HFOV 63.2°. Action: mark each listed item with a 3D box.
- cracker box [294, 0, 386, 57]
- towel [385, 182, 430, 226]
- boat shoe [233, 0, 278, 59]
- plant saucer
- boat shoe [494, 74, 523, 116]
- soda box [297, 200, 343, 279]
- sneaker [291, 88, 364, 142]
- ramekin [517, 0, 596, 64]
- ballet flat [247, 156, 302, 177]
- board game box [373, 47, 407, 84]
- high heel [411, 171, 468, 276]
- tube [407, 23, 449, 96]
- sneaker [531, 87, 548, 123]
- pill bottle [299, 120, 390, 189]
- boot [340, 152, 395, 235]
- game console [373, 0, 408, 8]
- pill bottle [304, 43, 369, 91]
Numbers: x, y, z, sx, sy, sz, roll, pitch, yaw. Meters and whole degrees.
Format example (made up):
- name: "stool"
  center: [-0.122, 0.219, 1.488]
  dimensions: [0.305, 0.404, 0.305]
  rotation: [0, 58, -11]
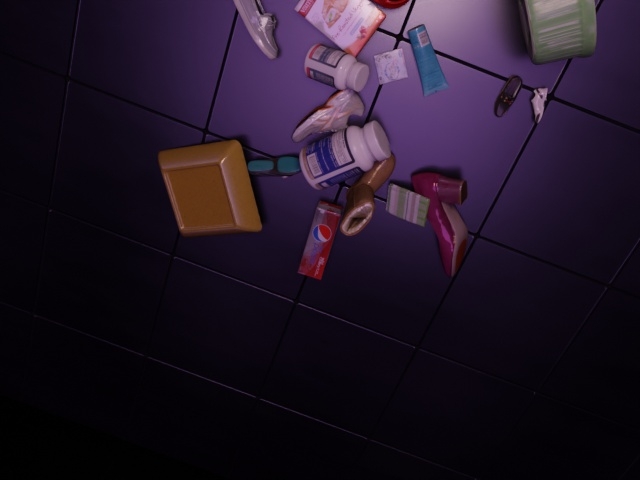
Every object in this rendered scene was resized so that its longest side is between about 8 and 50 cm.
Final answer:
- name: "cracker box"
  center: [0.060, -0.682, 1.554]
  dimensions: [0.232, 0.067, 0.156]
  rotation: [37, 112, -7]
- name: "towel"
  center: [0.291, -0.119, 1.737]
  dimensions: [0.152, 0.023, 0.113]
  rotation: [26, 133, 29]
- name: "boat shoe"
  center: [-0.182, -0.669, 1.584]
  dimensions: [0.081, 0.079, 0.227]
  rotation: [-25, 104, 21]
- name: "plant saucer"
  center: [-0.399, -0.157, 1.793]
  dimensions: [0.332, 0.081, 0.333]
  rotation: [-4, 113, 21]
- name: "boat shoe"
  center: [0.577, -0.442, 1.600]
  dimensions: [0.049, 0.042, 0.133]
  rotation: [21, 115, -4]
- name: "soda box"
  center: [0.000, 0.000, 1.835]
  dimensions: [0.092, 0.083, 0.263]
  rotation: [18, 114, 1]
- name: "sneaker"
  center: [0.026, -0.379, 1.671]
  dimensions: [0.262, 0.099, 0.121]
  rotation: [-34, 109, 20]
- name: "ramekin"
  center: [0.619, -0.622, 1.387]
  dimensions: [0.148, 0.303, 0.303]
  rotation: [-11, 111, 20]
- name: "ballet flat"
  center: [-0.146, -0.245, 1.765]
  dimensions: [0.203, 0.074, 0.074]
  rotation: [-1, 112, 9]
- name: "board game box"
  center: [0.219, -0.541, 1.616]
  dimensions: [0.090, 0.020, 0.090]
  rotation: [-11, 110, 12]
- name: "high heel"
  center: [0.400, -0.054, 1.772]
  dimensions: [0.181, 0.127, 0.377]
  rotation: [15, 122, 33]
- name: "tube"
  center: [0.325, -0.548, 1.587]
  dimensions: [0.080, 0.052, 0.207]
  rotation: [-17, 114, 19]
- name: "sneaker"
  center: [0.671, -0.416, 1.604]
  dimensions: [0.043, 0.040, 0.109]
  rotation: [10, 111, 21]
- name: "pill bottle"
  center: [0.078, -0.272, 1.654]
  dimensions: [0.264, 0.153, 0.153]
  rotation: [-19, 109, 25]
- name: "boot"
  center: [0.157, -0.152, 1.649]
  dimensions: [0.089, 0.269, 0.236]
  rotation: [33, 113, -8]
- name: "game console"
  center: [0.143, -0.879, 1.441]
  dimensions: [0.386, 0.060, 0.342]
  rotation: [27, 98, -7]
- name: "pill bottle"
  center: [0.050, -0.516, 1.568]
  dimensions: [0.180, 0.108, 0.108]
  rotation: [29, 116, 24]
